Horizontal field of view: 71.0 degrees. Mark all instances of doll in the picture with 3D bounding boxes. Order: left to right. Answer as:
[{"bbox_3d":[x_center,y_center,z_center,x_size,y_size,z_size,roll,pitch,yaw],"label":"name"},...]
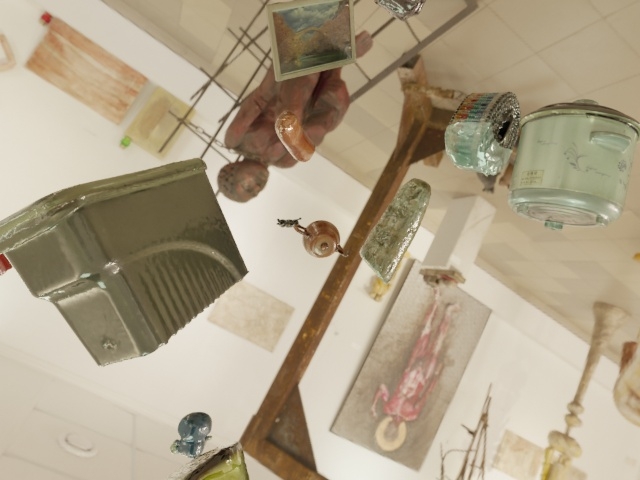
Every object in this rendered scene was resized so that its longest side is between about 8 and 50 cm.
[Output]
[{"bbox_3d":[-0.232,0.359,0.834,0.076,0.083,0.050,7,-177,-39],"label":"doll"}]

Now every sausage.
[{"bbox_3d":[-0.091,-0.357,1.568,0.083,0.089,0.300,38,178,20],"label":"sausage"}]

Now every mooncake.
[{"bbox_3d":[0.278,-0.793,1.302,0.141,0.282,0.283,23,168,-13],"label":"mooncake"}]

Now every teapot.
[{"bbox_3d":[0.000,0.000,1.262,0.173,0.116,0.116,27,168,-16],"label":"teapot"}]

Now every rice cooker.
[{"bbox_3d":[0.586,-0.182,1.050,0.264,0.316,0.316,14,168,-4],"label":"rice cooker"}]

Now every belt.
[{"bbox_3d":[0.487,-0.319,1.338,0.150,0.257,0.207,14,157,45],"label":"belt"}]

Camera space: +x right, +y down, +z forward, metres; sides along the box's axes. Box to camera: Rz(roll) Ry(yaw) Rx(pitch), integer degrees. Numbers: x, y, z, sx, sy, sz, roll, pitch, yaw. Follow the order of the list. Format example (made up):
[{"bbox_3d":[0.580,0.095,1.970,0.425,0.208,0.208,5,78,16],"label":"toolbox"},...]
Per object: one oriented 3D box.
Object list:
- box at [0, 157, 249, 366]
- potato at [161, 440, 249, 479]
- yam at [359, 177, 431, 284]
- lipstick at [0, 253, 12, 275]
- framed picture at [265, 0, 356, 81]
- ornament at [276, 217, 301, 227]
[{"bbox_3d":[-0.206,0.015,0.532,0.138,0.274,0.178,-20,101,24],"label":"box"},{"bbox_3d":[-0.194,0.423,0.487,0.330,0.213,0.280,68,-172,28],"label":"potato"},{"bbox_3d":[0.230,-0.036,1.353,0.133,0.330,0.133,29,-175,-3],"label":"yam"},{"bbox_3d":[-0.709,-0.050,0.873,0.073,0.073,0.279,17,131,41],"label":"lipstick"},{"bbox_3d":[-0.016,-0.535,1.174,0.016,0.250,0.184,42,145,48],"label":"framed picture"},{"bbox_3d":[-0.095,-0.050,1.333,0.074,0.028,0.125,-2,177,-5],"label":"ornament"}]
